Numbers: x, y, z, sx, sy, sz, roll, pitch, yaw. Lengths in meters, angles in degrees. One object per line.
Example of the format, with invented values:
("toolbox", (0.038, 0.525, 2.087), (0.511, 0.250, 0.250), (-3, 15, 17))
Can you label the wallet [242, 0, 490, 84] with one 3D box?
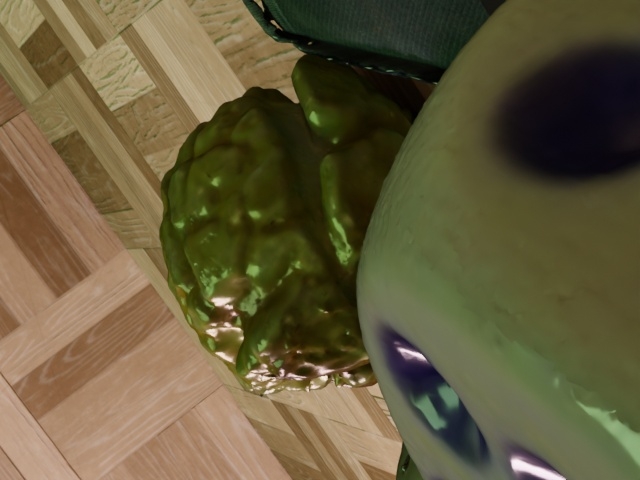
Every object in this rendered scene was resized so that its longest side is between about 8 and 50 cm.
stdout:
("wallet", (0.042, -0.205, 0.934), (0.342, 0.075, 0.237), (19, 143, 48))

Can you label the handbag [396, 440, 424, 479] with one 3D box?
("handbag", (0.233, 0.193, 1.140), (0.315, 0.109, 0.241), (22, 154, -15))

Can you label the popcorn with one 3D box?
("popcorn", (-0.003, -0.005, 1.229), (0.247, 0.282, 0.282), (47, 164, 13))

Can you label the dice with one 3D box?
("dice", (0.214, 0.043, 0.573), (0.277, 0.304, 0.304), (40, 161, 37))

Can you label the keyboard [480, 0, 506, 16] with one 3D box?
("keyboard", (0.107, -0.148, 0.809), (0.196, 0.015, 0.074), (54, 158, -21))
